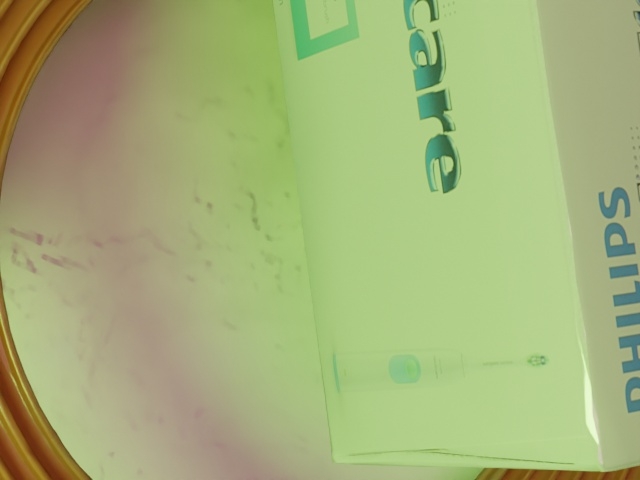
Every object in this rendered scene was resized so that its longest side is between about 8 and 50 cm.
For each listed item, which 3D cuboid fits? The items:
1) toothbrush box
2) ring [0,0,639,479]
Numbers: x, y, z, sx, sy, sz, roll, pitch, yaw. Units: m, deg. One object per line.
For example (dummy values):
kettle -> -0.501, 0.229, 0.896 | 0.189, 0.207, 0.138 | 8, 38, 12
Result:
toothbrush box -> 0.140, -0.053, 0.527 | 0.295, 0.126, 0.216 | -7, 88, -35
ring -> 0.000, 0.000, 0.535 | 0.336, 0.032, 0.337 | 2, 86, -30
